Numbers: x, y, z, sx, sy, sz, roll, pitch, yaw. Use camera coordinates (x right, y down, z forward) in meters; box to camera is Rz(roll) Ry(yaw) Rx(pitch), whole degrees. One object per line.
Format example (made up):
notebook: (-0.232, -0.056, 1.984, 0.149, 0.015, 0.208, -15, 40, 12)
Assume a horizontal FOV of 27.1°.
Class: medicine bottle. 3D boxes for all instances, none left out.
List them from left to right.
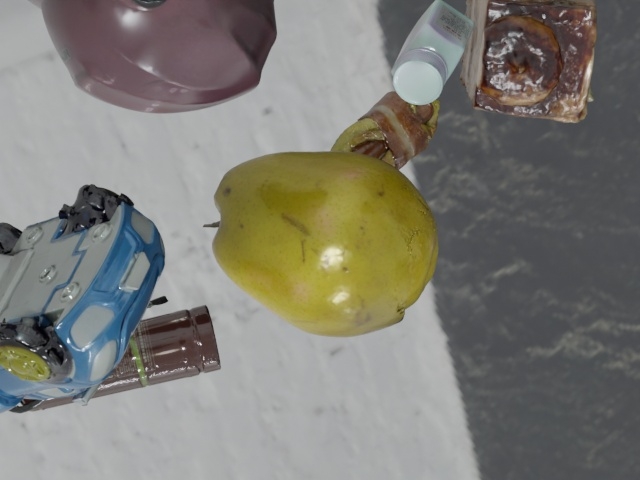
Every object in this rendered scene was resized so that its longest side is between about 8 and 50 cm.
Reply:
medicine bottle: (0.112, -0.190, 1.373, 0.055, 0.118, 0.074, 34, 126, -6)

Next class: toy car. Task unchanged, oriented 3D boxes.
toy car: (-0.255, 0.076, 1.266, 0.314, 0.198, 0.166, -16, 131, 40)

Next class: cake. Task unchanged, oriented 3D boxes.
cake: (0.324, -0.297, 2.024, 0.293, 0.198, 0.196, -89, 5, -70)

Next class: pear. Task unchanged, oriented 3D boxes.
pear: (0.009, -0.004, 1.978, 0.336, 0.285, 0.285, 31, 137, 24)

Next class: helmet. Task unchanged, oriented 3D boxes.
helmet: (-0.213, -0.262, 1.729, 0.271, 0.338, 0.197, -6, 94, 65)

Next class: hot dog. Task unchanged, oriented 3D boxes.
hot dog: (0.131, -0.189, 2.322, 0.093, 0.261, 0.123, -6, 121, 56)

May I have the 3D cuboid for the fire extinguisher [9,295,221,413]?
fire extinguisher: (-0.319, 0.161, 1.871, 0.105, 0.341, 0.141, 88, 168, -52)
